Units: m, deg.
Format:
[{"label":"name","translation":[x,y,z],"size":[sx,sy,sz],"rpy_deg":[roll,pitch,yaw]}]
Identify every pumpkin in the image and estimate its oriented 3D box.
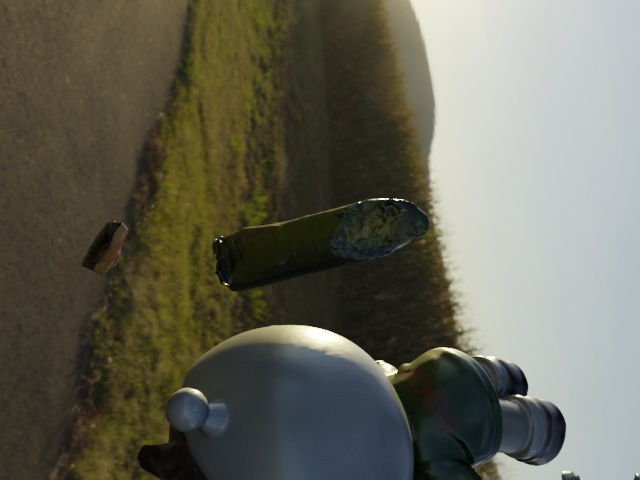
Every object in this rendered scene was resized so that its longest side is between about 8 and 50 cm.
[{"label":"pumpkin","translation":[-0.279,0.011,1.031],"size":[0.101,0.035,0.073],"rpy_deg":[9,-107,65]}]

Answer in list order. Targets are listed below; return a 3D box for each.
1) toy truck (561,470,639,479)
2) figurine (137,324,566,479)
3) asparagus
[{"label":"toy truck","translation":[0.370,0.378,1.003],"size":[0.257,0.107,0.140],"rpy_deg":[55,35,-60]},{"label":"figurine","translation":[0.038,0.152,0.614],"size":[0.281,0.369,0.167],"rpy_deg":[54,-50,42]},{"label":"asparagus","translation":[0.000,0.000,1.389],"size":[0.128,0.381,0.108],"rpy_deg":[56,24,-57]}]
